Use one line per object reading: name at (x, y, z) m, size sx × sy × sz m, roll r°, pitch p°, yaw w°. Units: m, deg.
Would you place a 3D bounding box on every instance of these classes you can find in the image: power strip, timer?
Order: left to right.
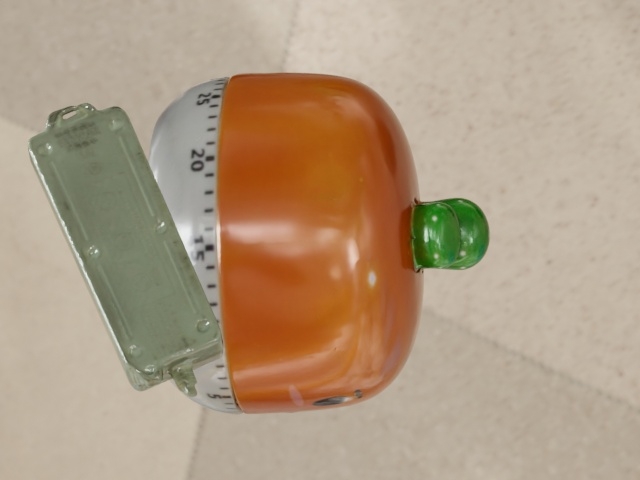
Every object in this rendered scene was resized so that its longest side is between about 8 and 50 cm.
power strip at (-0.048, 0.003, 0.443) m, size 0.017 × 0.027 × 0.083 m, roll 90°, pitch 157°, yaw -67°
timer at (0.000, 0.000, 0.657) m, size 0.136 × 0.136 × 0.099 m, roll 56°, pitch 174°, yaw 10°
